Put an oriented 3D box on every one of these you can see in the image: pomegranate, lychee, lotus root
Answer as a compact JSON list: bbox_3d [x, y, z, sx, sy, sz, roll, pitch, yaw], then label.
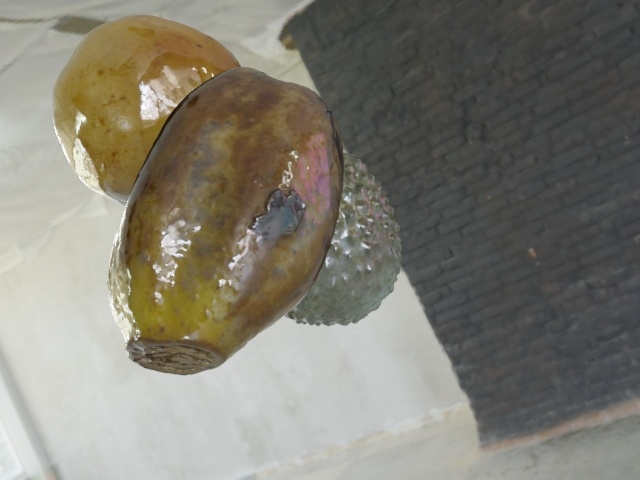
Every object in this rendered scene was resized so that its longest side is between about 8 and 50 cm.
[{"bbox_3d":[-0.185,-0.143,0.900,0.233,0.233,0.233,-26,-2,-1],"label":"pomegranate"},{"bbox_3d":[0.000,0.000,1.168,0.255,0.275,0.255,13,14,-3],"label":"lychee"},{"bbox_3d":[-0.076,-0.015,0.699,0.193,0.193,0.291,-28,30,46],"label":"lotus root"}]
